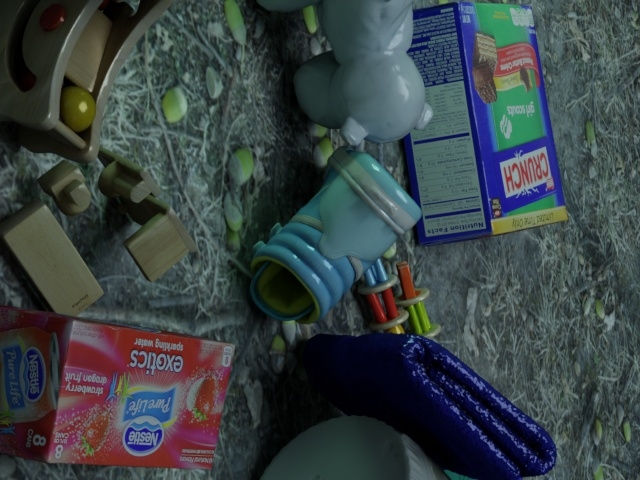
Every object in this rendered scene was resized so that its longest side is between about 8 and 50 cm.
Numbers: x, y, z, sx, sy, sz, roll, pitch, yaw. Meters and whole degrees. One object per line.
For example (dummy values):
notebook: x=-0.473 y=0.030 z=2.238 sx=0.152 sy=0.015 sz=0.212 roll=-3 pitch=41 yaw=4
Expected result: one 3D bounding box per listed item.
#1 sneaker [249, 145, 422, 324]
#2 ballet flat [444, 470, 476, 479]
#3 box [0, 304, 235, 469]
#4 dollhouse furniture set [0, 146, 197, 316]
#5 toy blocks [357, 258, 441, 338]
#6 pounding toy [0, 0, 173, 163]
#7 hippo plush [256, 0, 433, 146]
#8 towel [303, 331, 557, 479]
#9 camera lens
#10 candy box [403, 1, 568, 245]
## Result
sneaker: x=0.000 y=0.000 z=2.085 sx=0.127 sy=0.208 sz=0.319 roll=45 pitch=-2 yaw=0
ballet flat: x=0.184 y=0.430 z=2.259 sx=0.182 sy=0.164 sz=0.483 roll=71 pitch=22 yaw=-59
box: x=-0.203 y=0.137 z=1.649 sx=0.257 sy=0.122 sz=0.128 roll=15 pitch=84 yaw=-58
dollhouse furniture set: x=-0.237 y=-0.014 z=1.750 sx=0.151 sy=0.123 sz=0.144 roll=-40 pitch=123 yaw=-17
toy blocks: x=0.094 y=0.067 z=2.277 sx=0.123 sy=0.054 sz=0.148 roll=-41 pitch=117 yaw=-55
pounding toy: x=-0.208 y=-0.190 z=1.720 sx=0.155 sy=0.154 sz=0.269 roll=41 pitch=49 yaw=-48
hippo plush: x=0.075 y=-0.242 z=2.129 sx=0.234 sy=0.294 sz=0.236 roll=-25 pitch=114 yaw=-37
towel: x=0.109 y=0.190 z=2.004 sx=0.227 sy=0.308 sz=0.076 roll=38 pitch=74 yaw=-14
camera lens: x=0.073 y=0.348 z=1.997 sx=0.274 sy=0.219 sz=0.219 roll=51 pitch=41 yaw=-41
candy box: x=0.218 y=-0.162 z=2.485 sx=0.268 sy=0.122 sz=0.317 roll=-11 pitch=93 yaw=-61
